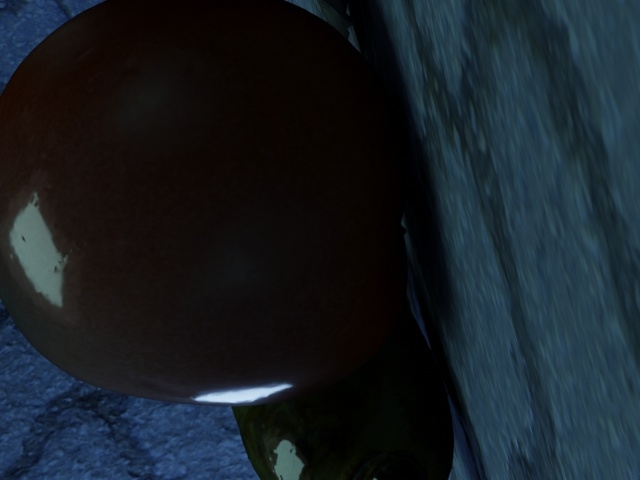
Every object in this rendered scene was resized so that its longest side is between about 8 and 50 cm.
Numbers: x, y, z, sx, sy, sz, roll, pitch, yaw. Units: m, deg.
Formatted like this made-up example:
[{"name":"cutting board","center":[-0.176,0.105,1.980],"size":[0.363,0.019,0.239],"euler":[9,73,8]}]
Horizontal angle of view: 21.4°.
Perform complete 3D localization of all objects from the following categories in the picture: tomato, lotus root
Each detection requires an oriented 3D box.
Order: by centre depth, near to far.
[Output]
[{"name":"tomato","center":[-0.092,-0.026,1.197],"size":[0.321,0.321,0.322],"euler":[165,90,-88]},{"name":"lotus root","center":[0.016,0.131,1.339],"size":[0.309,0.173,0.173],"euler":[-105,2,-55]}]

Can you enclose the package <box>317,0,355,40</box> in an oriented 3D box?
[{"name":"package","center":[0.000,-0.233,1.277],"size":[0.173,0.027,0.171],"euler":[87,171,-77]}]
